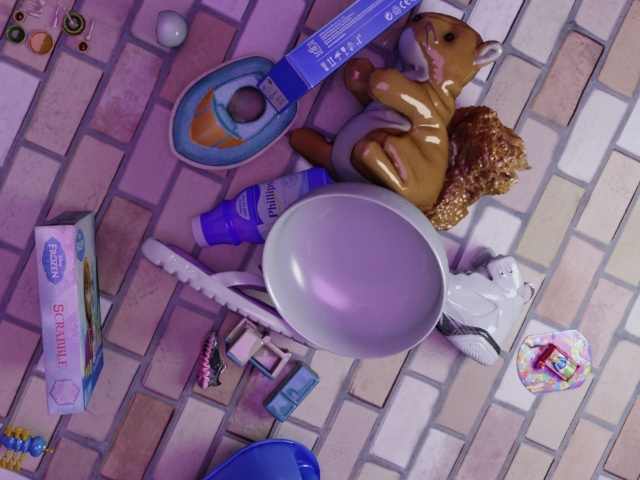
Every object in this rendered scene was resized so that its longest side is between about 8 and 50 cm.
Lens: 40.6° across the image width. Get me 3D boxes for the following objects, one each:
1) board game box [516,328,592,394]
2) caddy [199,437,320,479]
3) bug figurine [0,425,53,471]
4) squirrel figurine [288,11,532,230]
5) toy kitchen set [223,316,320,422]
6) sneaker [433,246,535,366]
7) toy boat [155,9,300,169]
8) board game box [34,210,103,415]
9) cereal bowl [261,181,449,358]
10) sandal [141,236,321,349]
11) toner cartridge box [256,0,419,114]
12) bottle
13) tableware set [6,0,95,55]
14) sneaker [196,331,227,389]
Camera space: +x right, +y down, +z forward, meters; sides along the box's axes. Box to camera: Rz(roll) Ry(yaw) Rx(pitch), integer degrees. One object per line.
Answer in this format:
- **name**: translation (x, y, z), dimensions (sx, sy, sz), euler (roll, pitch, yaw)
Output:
- **board game box**: translation (0.507, 0.264, 1.848), dimensions (0.169, 0.033, 0.133), euler (-7, 97, -6)
- **caddy**: translation (-0.141, 0.549, 1.730), dimensions (0.341, 0.179, 0.241), euler (-37, 123, -2)
- **bug figurine**: translation (-0.656, 0.473, 1.705), dimensions (0.216, 0.072, 0.279), euler (18, 98, -3)
- **squirrel figurine**: translation (0.214, -0.228, 1.675), dimensions (0.397, 0.281, 0.370), euler (38, 80, -23)
- **toy kitchen set**: translation (-0.109, 0.267, 1.703), dimensions (0.207, 0.166, 0.122), euler (41, 90, -9)
- **sneaker**: translation (0.265, 0.077, 1.750), dimensions (0.366, 0.137, 0.210), euler (38, 89, -14)
- **toy boat**: translation (-0.208, -0.290, 1.638), dimensions (0.267, 0.148, 0.318), euler (-37, 100, -2)
- **board game box**: translation (-0.449, 0.115, 1.568), dimensions (0.066, 0.319, 0.317), euler (-3, 97, -8)
- **cereal bowl**: translation (0.073, 0.042, 1.578), dimensions (0.339, 0.141, 0.338), euler (8, 117, 16)
- **sandal**: translation (-0.149, 0.088, 1.680), dimensions (0.416, 0.169, 0.102), euler (29, 87, -9)
- **toner cartridge box**: translation (0.049, -0.379, 1.596), dimensions (0.348, 0.165, 0.075), euler (-42, 100, -23)
- **bottle**: translation (-0.109, -0.054, 1.683), dimensions (0.283, 0.092, 0.118), euler (-15, 56, 10)
- **tableware set**: translation (-0.515, -0.400, 1.650), dimensions (0.154, 0.024, 0.104), euler (18, 94, -9)
- **sneaker**: translation (-0.215, 0.243, 1.755), dimensions (0.057, 0.047, 0.119), euler (5, 98, -27)
